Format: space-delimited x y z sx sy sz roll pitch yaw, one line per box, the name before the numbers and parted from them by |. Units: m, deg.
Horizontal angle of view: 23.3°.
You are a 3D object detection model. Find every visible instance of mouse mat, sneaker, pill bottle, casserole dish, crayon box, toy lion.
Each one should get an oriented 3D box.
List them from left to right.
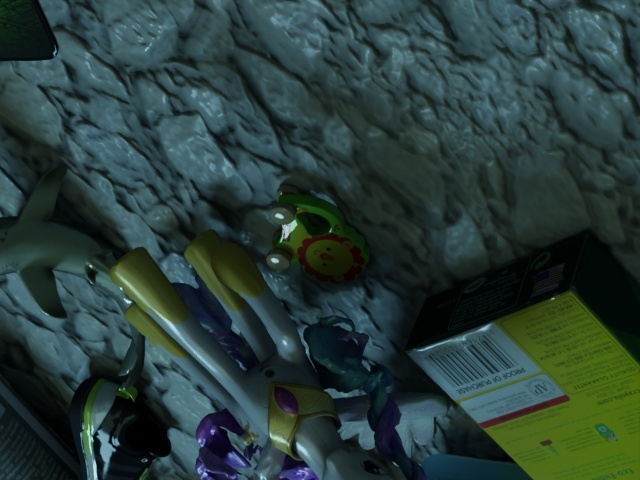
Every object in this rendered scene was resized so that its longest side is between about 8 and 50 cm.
mouse mat | -0.341 -0.222 1.408 0.189 0.007 0.153 1 133 25
pill bottle | -0.375 0.272 1.809 0.161 0.161 0.283 -14 125 35
sneaker | -0.217 0.251 1.772 0.097 0.084 0.235 6 135 18
toy lion | 0.000 0.000 1.459 0.096 0.034 0.100 11 136 5
casserole dish | 0.183 0.255 1.601 0.188 0.037 0.114 7 159 18
crayon box | 0.258 0.151 1.451 0.202 0.081 0.318 -24 119 40

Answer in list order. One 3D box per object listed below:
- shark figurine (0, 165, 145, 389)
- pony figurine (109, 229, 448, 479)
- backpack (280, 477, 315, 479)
shark figurine | -0.264 0.028 1.583 0.278 0.166 0.116 34 166 -36
pony figurine | -0.038 0.168 1.461 0.363 0.303 0.351 50 168 9
backpack | 0.007 0.298 1.702 0.120 0.101 0.098 5 127 26
